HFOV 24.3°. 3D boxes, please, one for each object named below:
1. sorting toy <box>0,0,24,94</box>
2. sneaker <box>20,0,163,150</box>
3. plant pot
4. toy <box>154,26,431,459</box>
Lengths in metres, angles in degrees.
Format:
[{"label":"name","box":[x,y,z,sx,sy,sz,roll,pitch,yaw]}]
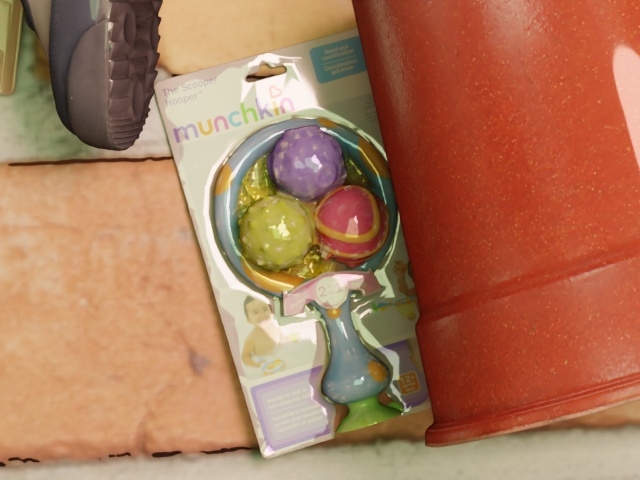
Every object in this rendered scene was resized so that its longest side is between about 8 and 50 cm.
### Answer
[{"label":"sorting toy","box":[-0.206,-0.130,0.875,0.062,0.012,0.083,7,93,-4]},{"label":"sneaker","box":[-0.165,-0.206,0.847,0.131,0.112,0.319,-4,88,8]},{"label":"plant pot","box":[0.148,-0.053,0.818,0.272,0.272,0.265,-17,85,-8]},{"label":"toy","box":[0.000,0.000,0.887,0.137,0.056,0.237,-16,93,-10]}]
